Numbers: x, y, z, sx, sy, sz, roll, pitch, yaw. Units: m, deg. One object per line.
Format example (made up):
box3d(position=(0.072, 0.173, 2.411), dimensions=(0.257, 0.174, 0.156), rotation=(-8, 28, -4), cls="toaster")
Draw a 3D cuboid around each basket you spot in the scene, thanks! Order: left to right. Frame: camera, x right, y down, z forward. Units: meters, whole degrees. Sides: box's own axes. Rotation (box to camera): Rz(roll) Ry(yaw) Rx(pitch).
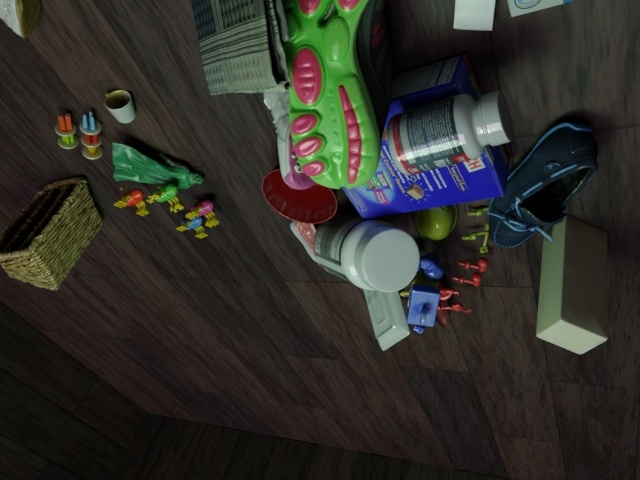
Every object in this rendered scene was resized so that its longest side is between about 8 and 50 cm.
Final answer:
box3d(position=(-0.824, -0.045, 1.639), dimensions=(0.213, 0.299, 0.223), rotation=(17, 147, 8), cls="basket")

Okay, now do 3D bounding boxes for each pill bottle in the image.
box3d(position=(0.101, 0.026, 1.280), dimensions=(0.161, 0.161, 0.283), rotation=(36, 174, -21), cls="pill bottle")
box3d(position=(0.209, -0.176, 0.899), dimensions=(0.180, 0.108, 0.108), rotation=(-11, 134, 32), cls="pill bottle")

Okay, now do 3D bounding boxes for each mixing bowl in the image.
box3d(position=(-0.036, -0.134, 1.291), dimensions=(0.181, 0.098, 0.181), rotation=(14, 145, 10), cls="mixing bowl")

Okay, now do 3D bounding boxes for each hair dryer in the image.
box3d(position=(0.253, 0.138, 1.545), dimensions=(0.293, 0.080, 0.223), rotation=(37, 151, -3), cls="hair dryer")

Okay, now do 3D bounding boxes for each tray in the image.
box3d(position=(0.149, 0.135, 1.429), dimensions=(0.030, 0.270, 0.145), rotation=(-1, 153, -24), cls="tray")

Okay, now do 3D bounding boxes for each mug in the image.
box3d(position=(-0.470, -0.318, 1.317), dimensions=(0.062, 0.078, 0.064), rotation=(-16, 151, -4), cls="mug")

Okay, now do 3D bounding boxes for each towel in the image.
box3d(position=(-0.132, -0.378, 0.836), dimensions=(0.324, 0.056, 0.312), rotation=(25, 127, 60), cls="towel")

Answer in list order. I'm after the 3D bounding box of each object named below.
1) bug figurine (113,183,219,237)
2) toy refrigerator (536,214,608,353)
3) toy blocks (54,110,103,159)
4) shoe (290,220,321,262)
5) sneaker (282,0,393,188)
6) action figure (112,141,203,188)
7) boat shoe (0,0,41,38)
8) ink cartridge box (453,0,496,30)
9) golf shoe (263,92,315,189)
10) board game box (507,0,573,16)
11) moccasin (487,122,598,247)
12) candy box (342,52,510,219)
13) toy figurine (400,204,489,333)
box3d(position=(-0.405, -0.091, 1.524), dimensions=(0.216, 0.072, 0.279), rotation=(-12, 152, 43), cls="bug figurine")
box3d(position=(0.523, 0.088, 1.155), dimensions=(0.102, 0.270, 0.094), rotation=(22, 145, -3), cls="toy refrigerator")
box3d(position=(-0.621, -0.287, 1.424), dimensions=(0.123, 0.054, 0.148), rotation=(23, 145, -4), cls="toy blocks")
box3d(position=(0.000, 0.000, 1.480), dimensions=(0.081, 0.063, 0.178), rotation=(-9, 131, 43), cls="shoe")
box3d(position=(0.026, -0.329, 0.875), dimensions=(0.185, 0.202, 0.483), rotation=(6, 114, 10), cls="sneaker")
box3d(position=(-0.420, -0.184, 1.452), dimensions=(0.232, 0.063, 0.137), rotation=(15, 144, -3), cls="action figure")
box3d(position=(-0.609, -0.516, 1.076), dimensions=(0.096, 0.098, 0.277), rotation=(28, 145, -12), cls="boat shoe")
box3d(position=(0.245, -0.389, 0.870), dimensions=(0.062, 0.029, 0.115), rotation=(10, 142, 16), cls="ink cartridge box")
box3d(position=(-0.045, -0.245, 1.028), dimensions=(0.140, 0.306, 0.115), rotation=(4, 178, 45), cls="golf shoe")
box3d(position=(0.329, -0.472, 0.675), dimensions=(0.253, 0.079, 0.336), rotation=(-4, 138, 31), cls="board game box")
box3d(position=(0.421, -0.078, 1.095), dimensions=(0.137, 0.117, 0.342), rotation=(0, 145, -5), cls="moccasin")
box3d(position=(0.175, -0.188, 1.093), dimensions=(0.317, 0.122, 0.268), rotation=(-7, 135, 35), cls="candy box")
box3d(position=(0.277, 0.101, 1.280), dimensions=(0.191, 0.217, 0.363), rotation=(14, 130, 12), cls="toy figurine")
